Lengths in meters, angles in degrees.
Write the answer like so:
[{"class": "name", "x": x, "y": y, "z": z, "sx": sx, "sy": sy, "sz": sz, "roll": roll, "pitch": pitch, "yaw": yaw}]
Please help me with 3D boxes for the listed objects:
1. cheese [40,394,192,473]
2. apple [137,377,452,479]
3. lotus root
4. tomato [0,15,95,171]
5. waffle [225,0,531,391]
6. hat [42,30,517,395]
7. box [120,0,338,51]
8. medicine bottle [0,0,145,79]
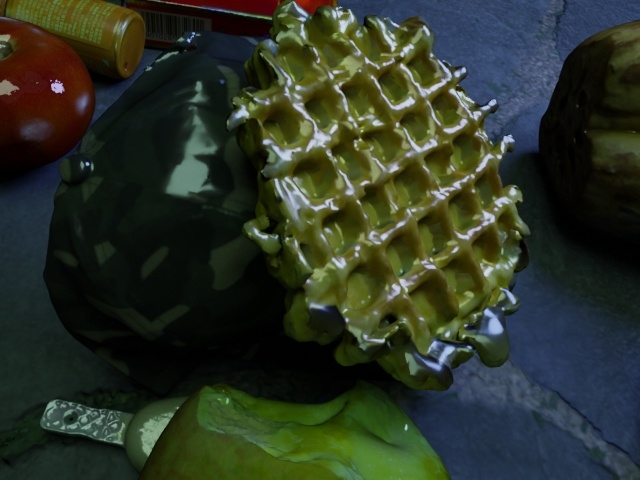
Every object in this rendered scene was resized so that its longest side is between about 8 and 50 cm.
[{"class": "cheese", "x": -0.158, "y": 0.178, "z": 0.535, "sx": 0.192, "sy": 0.037, "sz": 0.097, "roll": 14, "pitch": 52, "yaw": -4}, {"class": "apple", "x": -0.009, "y": 0.207, "z": 0.413, "sx": 0.246, "sy": 0.226, "sz": 0.246, "roll": 4, "pitch": 79, "yaw": -23}, {"class": "lotus root", "x": 0.429, "y": -0.131, "z": 0.744, "sx": 0.249, "sy": 0.316, "sz": 0.316, "roll": 3, "pitch": 53, "yaw": 9}, {"class": "tomato", "x": -0.363, "y": -0.168, "z": 0.676, "sx": 0.195, "sy": 0.136, "sz": 0.195, "roll": 6, "pitch": 52, "yaw": -7}, {"class": "waffle", "x": 0.057, "y": -0.038, "z": 0.464, "sx": 0.329, "sy": 0.062, "sz": 0.329, "roll": 11, "pitch": 71, "yaw": -33}, {"class": "hat", "x": 0.000, "y": 0.000, "z": 0.523, "sx": 0.381, "sy": 0.257, "sz": 0.366, "roll": 14, "pitch": 93, "yaw": 7}, {"class": "box", "x": -0.132, "y": -0.378, "z": 0.911, "sx": 0.313, "sy": 0.089, "sz": 0.198, "roll": 6, "pitch": 53, "yaw": -10}, {"class": "medicine bottle", "x": -0.347, "y": -0.291, "z": 0.794, "sx": 0.191, "sy": 0.096, "sz": 0.096, "roll": 17, "pitch": 53, "yaw": 0}]
